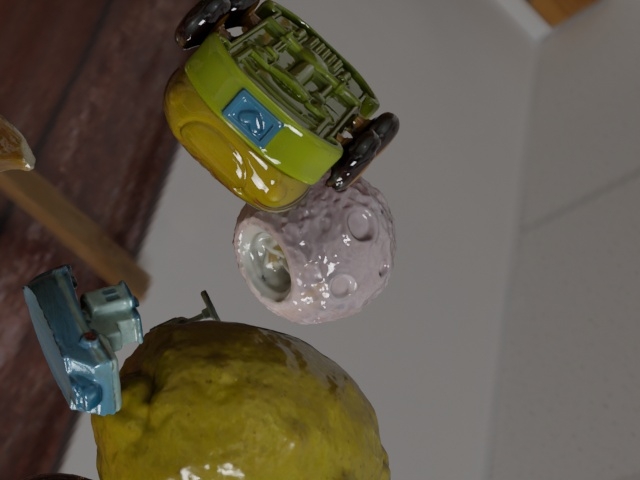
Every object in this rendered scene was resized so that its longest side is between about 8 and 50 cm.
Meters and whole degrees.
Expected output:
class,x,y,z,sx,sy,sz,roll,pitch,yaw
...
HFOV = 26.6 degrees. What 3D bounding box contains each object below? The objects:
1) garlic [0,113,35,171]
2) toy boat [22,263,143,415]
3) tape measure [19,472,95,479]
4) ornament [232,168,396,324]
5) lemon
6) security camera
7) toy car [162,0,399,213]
class,x,y,z,sx,sy,sz,roll,pitch,yaw
garlic,-0.441,-0.082,1.574,0.198,0.128,0.090,-41,-173,-21
toy boat,-0.231,0.088,1.369,0.102,0.088,0.215,-15,-142,-22
tape measure,-0.312,0.382,1.629,0.135,0.223,0.202,159,-69,-66
ornament,0.000,0.000,2.106,0.225,0.259,0.259,-23,-172,-35
lemon,-0.083,0.226,1.438,0.285,0.316,0.285,-30,-157,15
security camera,-0.169,0.103,1.647,0.092,0.058,0.058,-24,-154,-4
toy car,-0.051,-0.111,1.189,0.142,0.200,0.248,-46,180,23
